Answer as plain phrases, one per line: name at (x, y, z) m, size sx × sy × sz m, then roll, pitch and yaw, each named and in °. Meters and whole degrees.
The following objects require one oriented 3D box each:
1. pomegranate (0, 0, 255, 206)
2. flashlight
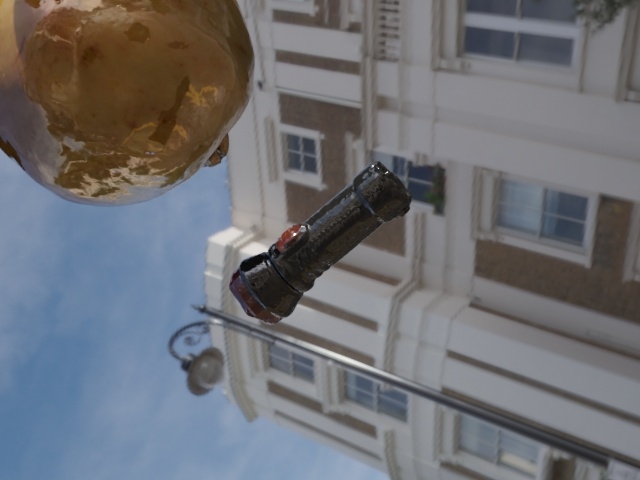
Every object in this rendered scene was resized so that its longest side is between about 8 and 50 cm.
pomegranate at (-0.278, -0.235, 1.182) m, size 0.411 × 0.411 × 0.412 m, roll -32°, pitch -50°, yaw -48°
flashlight at (0.000, 0.000, 0.967) m, size 0.232 × 0.093 × 0.093 m, roll -42°, pitch -26°, yaw 17°
